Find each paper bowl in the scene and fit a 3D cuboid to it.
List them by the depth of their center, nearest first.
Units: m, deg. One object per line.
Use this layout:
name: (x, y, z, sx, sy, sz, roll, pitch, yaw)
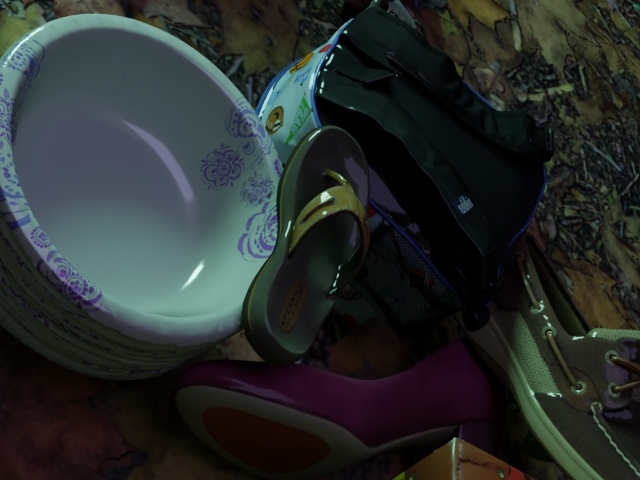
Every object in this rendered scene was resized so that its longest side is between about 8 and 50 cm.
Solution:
paper bowl: (-0.172, -0.026, 1.172, 0.284, 0.148, 0.284, 21, 54, -31)

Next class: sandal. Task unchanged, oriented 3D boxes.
sandal: (0.000, 0.000, 1.159, 0.090, 0.060, 0.219, 42, 50, -25)

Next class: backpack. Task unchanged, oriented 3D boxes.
backpack: (0.061, -0.069, 1.363, 0.263, 0.213, 0.276, 51, 38, -18)

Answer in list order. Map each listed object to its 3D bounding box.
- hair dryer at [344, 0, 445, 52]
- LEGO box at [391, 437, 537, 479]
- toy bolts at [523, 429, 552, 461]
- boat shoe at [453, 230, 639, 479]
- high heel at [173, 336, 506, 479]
hair dryer: (0.086, -0.225, 1.568, 0.223, 0.080, 0.294, 47, 34, -35)
LEGO box: (0.183, 0.462, 1.115, 0.372, 0.193, 0.500, 30, 39, -26)
toy bolts: (0.320, 0.214, 1.454, 0.158, 0.218, 0.229, -10, 92, -51)
boat shoe: (0.248, 0.127, 1.322, 0.123, 0.123, 0.342, 26, 23, -48)
high heel: (0.021, 0.123, 1.287, 0.377, 0.127, 0.181, 28, 49, -41)
